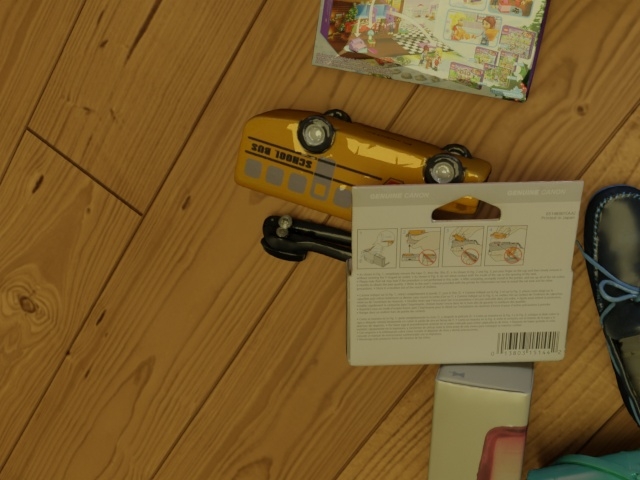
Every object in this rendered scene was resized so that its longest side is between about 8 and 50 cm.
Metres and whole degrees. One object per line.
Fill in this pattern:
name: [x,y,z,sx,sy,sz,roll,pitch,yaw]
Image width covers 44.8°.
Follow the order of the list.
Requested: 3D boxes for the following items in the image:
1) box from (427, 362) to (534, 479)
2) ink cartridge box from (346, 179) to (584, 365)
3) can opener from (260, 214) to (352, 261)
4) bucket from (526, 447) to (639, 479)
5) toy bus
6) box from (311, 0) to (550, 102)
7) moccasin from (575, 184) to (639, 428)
box: [0.225,0.280,1.095,0.127,0.148,0.232,7,106,15]
ink cartridge box: [0.182,0.038,1.028,0.296,0.066,0.261,-1,112,-2]
can opener: [0.000,0.000,1.151,0.186,0.073,0.059,8,67,13]
bucket: [0.386,0.412,1.018,0.183,0.281,0.281,-12,100,19]
toy bus: [0.057,-0.096,1.071,0.333,0.108,0.130,18,109,12]
box: [0.146,-0.306,1.015,0.293,0.057,0.201,14,108,14]
moccasin: [0.428,0.096,0.998,0.138,0.117,0.342,-17,98,21]
